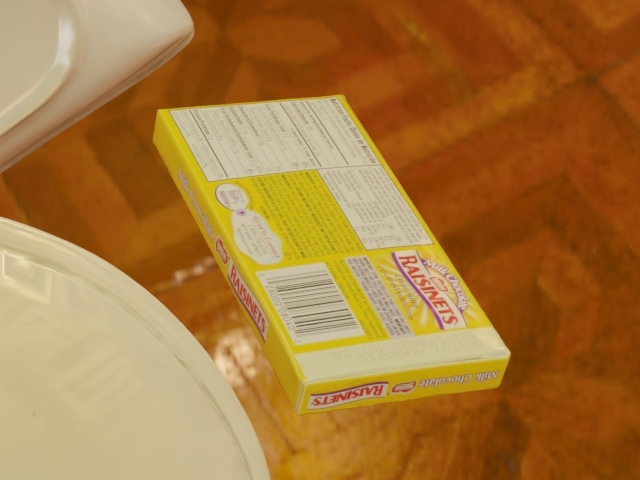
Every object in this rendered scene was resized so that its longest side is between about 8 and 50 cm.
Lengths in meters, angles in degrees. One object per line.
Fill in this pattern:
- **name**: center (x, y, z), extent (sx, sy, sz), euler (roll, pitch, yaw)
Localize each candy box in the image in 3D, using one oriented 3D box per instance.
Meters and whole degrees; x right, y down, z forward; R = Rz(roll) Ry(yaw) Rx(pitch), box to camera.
- **candy box**: center (0.000, 0.000, 0.917), extent (0.105, 0.027, 0.206), euler (-4, 41, -25)

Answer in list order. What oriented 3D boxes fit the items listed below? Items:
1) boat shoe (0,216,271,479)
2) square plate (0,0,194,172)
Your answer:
- **boat shoe**: center (-0.147, 0.033, 0.588), extent (0.099, 0.319, 0.116), euler (13, 73, 54)
- **square plate**: center (-0.282, -0.116, 0.957), extent (0.344, 0.347, 0.049), euler (-36, 37, 2)
